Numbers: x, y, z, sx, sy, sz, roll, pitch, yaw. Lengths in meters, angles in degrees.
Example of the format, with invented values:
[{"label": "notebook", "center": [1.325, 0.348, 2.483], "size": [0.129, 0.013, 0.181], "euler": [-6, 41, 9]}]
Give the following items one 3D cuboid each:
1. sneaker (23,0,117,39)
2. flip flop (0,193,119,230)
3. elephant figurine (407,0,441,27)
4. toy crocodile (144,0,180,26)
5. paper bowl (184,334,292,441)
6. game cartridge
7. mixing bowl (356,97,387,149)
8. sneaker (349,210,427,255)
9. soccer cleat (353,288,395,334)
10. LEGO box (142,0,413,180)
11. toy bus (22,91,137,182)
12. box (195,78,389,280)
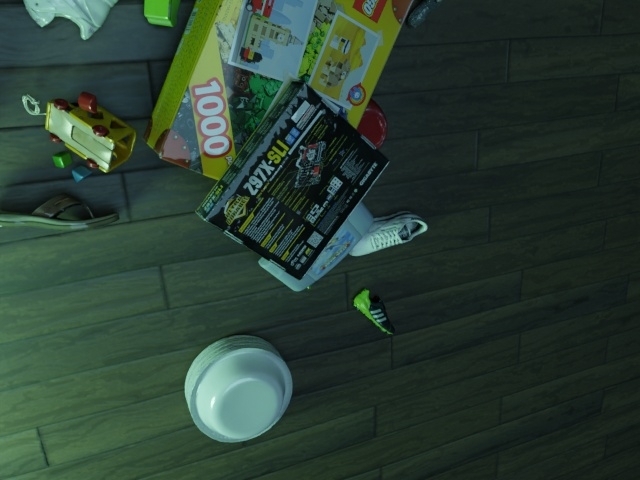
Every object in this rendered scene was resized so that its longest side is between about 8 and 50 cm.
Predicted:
[{"label": "sneaker", "center": [-0.555, -0.509, 1.056], "size": [0.305, 0.114, 0.152], "euler": [28, 94, -28]}, {"label": "flip flop", "center": [-0.586, -0.064, 1.205], "size": [0.277, 0.112, 0.080], "euler": [3, 91, -18]}, {"label": "elephant figurine", "center": [0.313, -0.676, 1.361], "size": [0.239, 0.169, 0.186], "euler": [-19, 85, 0]}, {"label": "toy crocodile", "center": [-0.318, -0.621, 1.134], "size": [0.115, 0.105, 0.341], "euler": [10, 108, 18]}, {"label": "paper bowl", "center": [-0.213, 0.410, 1.485], "size": [0.284, 0.148, 0.284], "euler": [-7, 110, -20]}, {"label": "game cartridge", "center": [0.000, 0.000, 1.434], "size": [0.297, 0.062, 0.198], "euler": [-43, 137, 2]}, {"label": "mixing bowl", "center": [0.105, -0.286, 1.420], "size": [0.181, 0.098, 0.181], "euler": [-8, 110, -22]}, {"label": "sneaker", "center": [0.183, -0.017, 1.543], "size": [0.235, 0.095, 0.090], "euler": [-25, 116, -12]}, {"label": "soccer cleat", "center": [0.172, 0.214, 1.634], "size": [0.072, 0.060, 0.179], "euler": [-49, 115, -4]}, {"label": "LEGO box", "center": [-0.092, -0.352, 1.151], "size": [0.372, 0.193, 0.500], "euler": [19, 99, -31]}, {"label": "toy bus", "center": [-0.492, -0.241, 1.175], "size": [0.104, 0.191, 0.202], "euler": [-53, 131, -51]}, {"label": "box", "center": [-0.048, -0.112, 1.106], "size": [0.257, 0.079, 0.322], "euler": [35, 92, -31]}]
